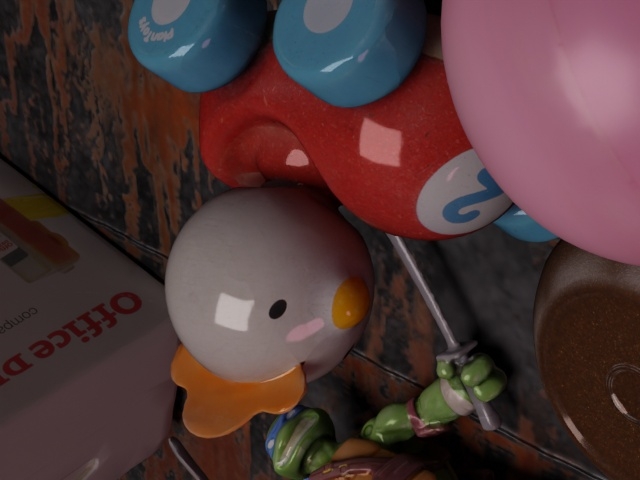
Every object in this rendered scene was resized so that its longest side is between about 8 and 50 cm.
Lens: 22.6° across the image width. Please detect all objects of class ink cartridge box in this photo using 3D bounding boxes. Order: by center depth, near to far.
[{"bbox_3d":[-0.335,0.062,1.292,0.384,0.279,0.160,36,137,23],"label":"ink cartridge box"}]

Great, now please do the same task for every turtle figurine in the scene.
[{"bbox_3d":[0.056,0.170,1.018,0.266,0.198,0.275,32,140,22],"label":"turtle figurine"}]

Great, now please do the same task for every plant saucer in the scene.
[{"bbox_3d":[0.191,0.082,0.924,0.198,0.036,0.199,32,137,36],"label":"plant saucer"}]

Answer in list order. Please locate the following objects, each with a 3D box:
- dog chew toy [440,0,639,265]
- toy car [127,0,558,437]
[{"bbox_3d":[0.213,-0.113,0.645,0.332,0.206,0.207,-21,101,37],"label":"dog chew toy"},{"bbox_3d":[0.000,0.000,0.853,0.210,0.238,0.219,10,166,42],"label":"toy car"}]
